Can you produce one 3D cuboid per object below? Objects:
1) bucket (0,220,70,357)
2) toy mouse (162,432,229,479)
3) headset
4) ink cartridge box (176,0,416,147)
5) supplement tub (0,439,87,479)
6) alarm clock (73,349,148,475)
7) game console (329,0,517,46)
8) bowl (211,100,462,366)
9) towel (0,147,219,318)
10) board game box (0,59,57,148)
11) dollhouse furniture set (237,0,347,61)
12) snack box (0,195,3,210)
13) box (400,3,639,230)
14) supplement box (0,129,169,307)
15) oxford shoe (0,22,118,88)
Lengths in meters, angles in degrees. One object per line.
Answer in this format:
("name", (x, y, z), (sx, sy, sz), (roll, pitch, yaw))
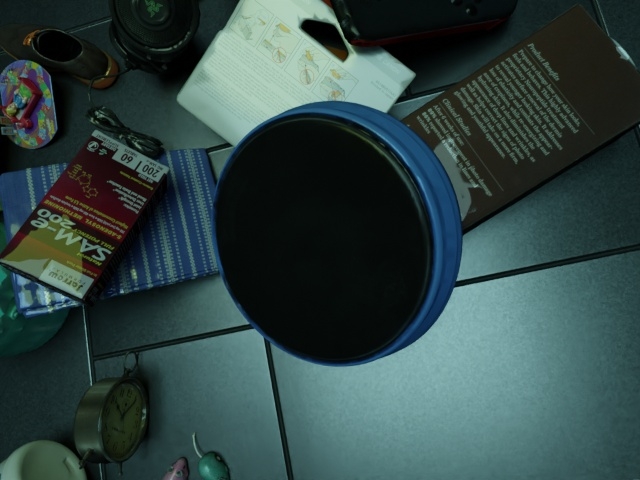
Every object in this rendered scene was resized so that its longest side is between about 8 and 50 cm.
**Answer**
("bucket", (-0.594, 0.083, 0.759), (0.280, 0.183, 0.282), (-1, 82, 9))
("toy mouse", (-0.212, 0.398, 0.728), (0.160, 0.031, 0.143), (-4, 82, 9))
("headset", (-0.263, -0.350, 0.752), (0.185, 0.243, 0.394), (32, 81, -24))
("ink cartridge box", (-0.042, -0.243, 0.716), (0.296, 0.066, 0.261), (38, 103, 0))
("supplement tub", (-0.506, 0.444, 0.714), (0.199, 0.144, 0.144), (-40, 78, 3))
("alarm clock", (-0.339, 0.275, 0.726), (0.064, 0.129, 0.192), (-3, 53, 12))
("game console", (0.125, -0.500, 0.693), (0.341, 0.060, 0.387), (-19, 84, -25))
("bowl", (0.000, 0.000, 0.637), (0.390, 0.077, 0.392), (8, 106, 29))
("towel", (-0.334, -0.026, 0.738), (0.335, 0.040, 0.243), (-13, 78, -22))
("board game box", (-0.583, -0.265, 0.853), (0.133, 0.033, 0.169), (1, 101, 17))
("dollhouse furniture set", (-0.029, -0.433, 0.759), (0.259, 0.135, 0.262), (22, 86, 12))
("snack box", (-0.720, -0.156, 0.841), (0.174, 0.070, 0.207), (1, 103, 10))
("box", (0.265, -0.150, 0.672), (0.381, 0.143, 0.191), (-32, 78, 6))
("supplement box", (-0.349, -0.035, 0.674), (0.130, 0.073, 0.240), (27, 67, -9))
("oxford shoe", (-0.533, -0.384, 0.854), (0.271, 0.098, 0.097), (18, 86, 11))
